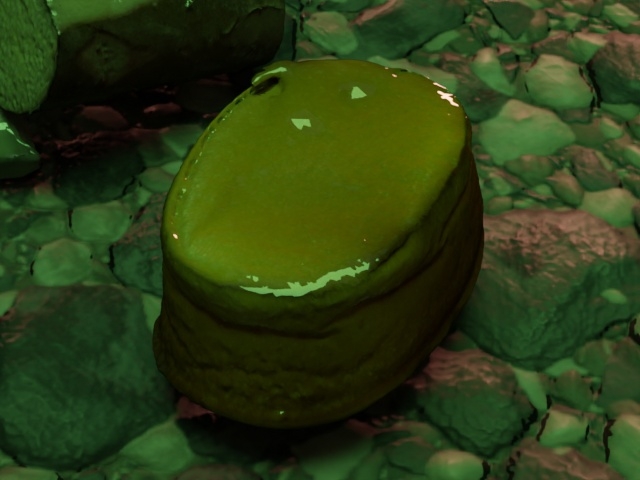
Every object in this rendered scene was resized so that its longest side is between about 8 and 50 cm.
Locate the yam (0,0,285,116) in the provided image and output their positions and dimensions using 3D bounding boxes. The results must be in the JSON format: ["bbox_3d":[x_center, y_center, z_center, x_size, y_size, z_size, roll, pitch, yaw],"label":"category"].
[{"bbox_3d":[-0.136,-0.172,1.215,0.238,0.129,0.128,-13,18,-37],"label":"yam"}]

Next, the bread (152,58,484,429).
[{"bbox_3d":[0.000,0.000,1.058,0.195,0.142,0.269,16,45,18],"label":"bread"}]

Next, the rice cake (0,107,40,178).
[{"bbox_3d":[-0.332,-0.063,1.185,0.256,0.052,0.057,-5,48,-5],"label":"rice cake"}]
